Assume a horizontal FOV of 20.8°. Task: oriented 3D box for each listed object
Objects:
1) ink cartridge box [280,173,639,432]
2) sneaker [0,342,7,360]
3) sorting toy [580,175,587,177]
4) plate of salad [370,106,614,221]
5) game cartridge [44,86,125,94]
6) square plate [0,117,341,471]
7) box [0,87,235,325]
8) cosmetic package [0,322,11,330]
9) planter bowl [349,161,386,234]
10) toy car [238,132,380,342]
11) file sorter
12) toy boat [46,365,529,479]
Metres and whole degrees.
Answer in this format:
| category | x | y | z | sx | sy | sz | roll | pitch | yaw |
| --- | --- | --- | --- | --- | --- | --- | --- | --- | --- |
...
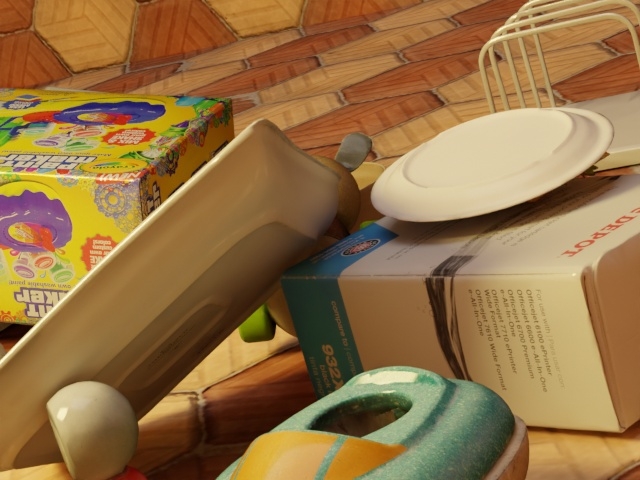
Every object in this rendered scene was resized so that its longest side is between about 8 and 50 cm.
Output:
| category | x | y | z | sx | sy | sz | roll | pitch | yaw |
| --- | --- | --- | --- | --- | --- | --- | --- | --- | --- |
| ink cartridge box | 0.160 | 0.041 | 1.352 | 0.307 | 0.129 | 0.223 | -2 | 19 | 47 |
| sneaker | -0.383 | 0.120 | 1.677 | 0.281 | 0.115 | 0.105 | -5 | 18 | 38 |
| sorting toy | 0.246 | -0.026 | 1.655 | 0.042 | 0.061 | 0.102 | -19 | 33 | -8 |
| plate of salad | 0.138 | -0.054 | 1.384 | 0.200 | 0.048 | 0.200 | -17 | 22 | 7 |
| game cartridge | -0.228 | -0.116 | 2.154 | 0.198 | 0.062 | 0.297 | 11 | -12 | 15 |
| square plate | -0.123 | 0.063 | 1.320 | 0.347 | 0.049 | 0.344 | -43 | -10 | 4 |
| box | -0.269 | -0.039 | 1.896 | 0.290 | 0.177 | 0.279 | 4 | 23 | 16 |
| cosmetic package | -0.392 | 0.074 | 1.968 | 0.099 | 0.060 | 0.239 | -7 | 17 | 33 |
| planter bowl | 0.000 | 0.000 | 1.724 | 0.162 | 0.109 | 0.162 | -15 | 14 | 4 |
| toy car | -0.004 | -0.017 | 1.585 | 0.155 | 0.149 | 0.188 | -6 | 52 | 8 |
| file sorter | 0.308 | -0.195 | 1.997 | 0.193 | 0.173 | 0.278 | -11 | 16 | 23 |
| toy boat | -0.041 | 0.156 | 1.107 | 0.318 | 0.148 | 0.267 | -6 | 18 | 33 |
